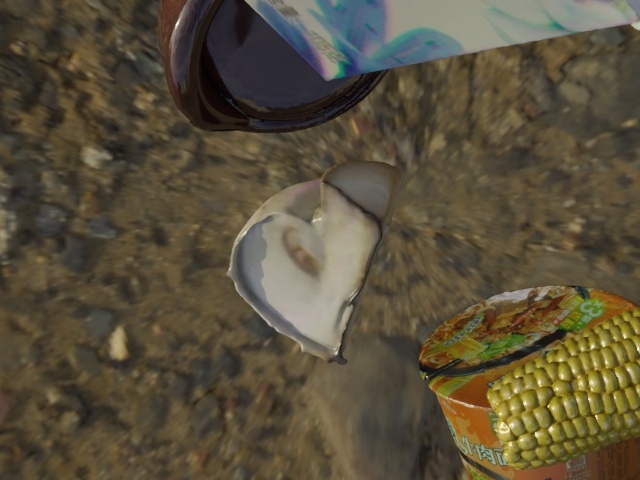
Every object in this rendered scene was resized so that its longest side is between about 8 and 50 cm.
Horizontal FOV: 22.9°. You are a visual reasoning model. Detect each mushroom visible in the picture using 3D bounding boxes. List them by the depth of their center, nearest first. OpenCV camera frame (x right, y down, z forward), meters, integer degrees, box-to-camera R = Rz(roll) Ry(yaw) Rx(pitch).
[{"bbox_3d":[-0.005,-0.017,1.793,0.162,0.173,0.236,18,131,-1],"label":"mushroom"}]

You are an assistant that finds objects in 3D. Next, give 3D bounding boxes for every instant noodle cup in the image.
[{"bbox_3d":[0.227,0.175,1.567,0.230,0.230,0.182,-14,116,3],"label":"instant noodle cup"}]

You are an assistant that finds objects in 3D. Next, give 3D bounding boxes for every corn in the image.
[{"bbox_3d":[0.184,0.061,0.817,0.206,0.067,0.067,-23,90,4],"label":"corn"}]

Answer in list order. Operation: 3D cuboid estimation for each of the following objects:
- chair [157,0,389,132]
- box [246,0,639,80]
[{"bbox_3d":[-0.066,-0.243,1.411,0.227,0.401,0.226,-8,123,-13],"label":"chair"},{"bbox_3d":[0.002,-0.201,0.661,0.274,0.203,0.116,42,61,-31],"label":"box"}]
